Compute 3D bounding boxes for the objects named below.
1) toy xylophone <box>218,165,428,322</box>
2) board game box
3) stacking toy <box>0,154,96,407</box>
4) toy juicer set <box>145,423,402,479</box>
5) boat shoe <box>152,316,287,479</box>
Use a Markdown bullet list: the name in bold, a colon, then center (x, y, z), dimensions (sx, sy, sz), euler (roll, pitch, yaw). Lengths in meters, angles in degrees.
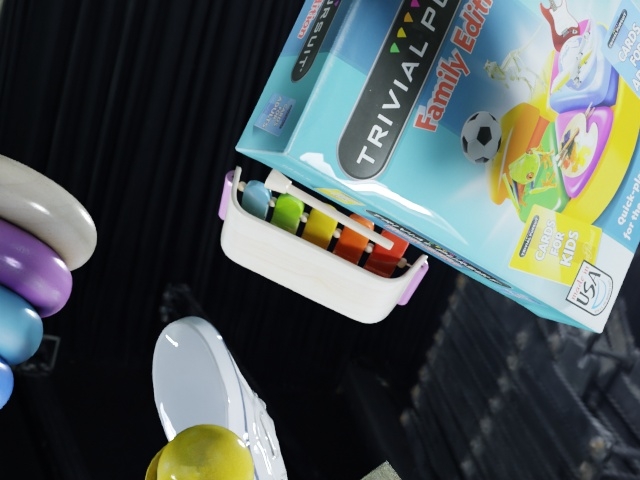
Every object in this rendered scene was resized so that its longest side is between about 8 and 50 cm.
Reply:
- **toy xylophone**: center (0.000, 0.000, 1.214), dimensions (0.322, 0.236, 0.081), euler (30, -126, -4)
- **board game box**: center (0.137, -0.107, 0.667), dimensions (0.336, 0.254, 0.079), euler (27, 174, -31)
- **stacking toy**: center (-0.247, 0.112, 0.494), dimensions (0.141, 0.330, 0.141), euler (13, 158, 5)
- **toy juicer set**: center (0.000, 0.186, 0.463), dimensions (0.329, 0.209, 0.089), euler (-21, -179, 41)
- **boat shoe**: center (-0.090, 0.189, 0.844), dimensions (0.095, 0.258, 0.084), euler (-4, -165, 31)
